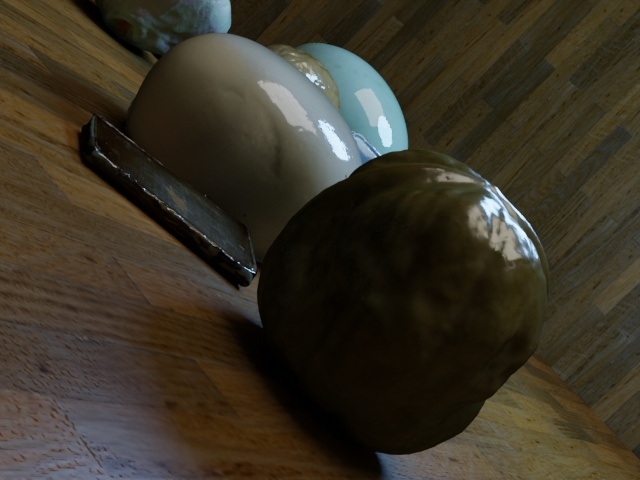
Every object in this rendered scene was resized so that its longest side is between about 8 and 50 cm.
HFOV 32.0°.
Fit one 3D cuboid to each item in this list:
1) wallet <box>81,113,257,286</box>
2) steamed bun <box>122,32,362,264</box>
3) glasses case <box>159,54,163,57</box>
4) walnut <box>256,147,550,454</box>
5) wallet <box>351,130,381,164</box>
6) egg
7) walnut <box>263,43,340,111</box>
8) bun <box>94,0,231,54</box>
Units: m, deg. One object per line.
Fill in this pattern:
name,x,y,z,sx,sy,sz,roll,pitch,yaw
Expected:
wallet,-0.162,-0.042,1.200,0.232,0.031,0.122,39,13,-24
steamed bun,-0.080,-0.126,1.426,0.324,0.206,0.324,42,8,-7
glasses case,-0.311,-0.398,2.245,0.081,0.051,0.204,38,10,-35
walnut,0.082,0.055,1.075,0.253,0.277,0.282,41,17,12
wallet,0.086,-0.054,1.976,0.250,0.176,0.075,48,-27,-6
egg,0.021,-0.222,2.185,0.276,0.276,0.389,35,24,-52
walnut,-0.077,-0.228,1.928,0.225,0.225,0.261,48,15,22
bun,-0.307,-0.430,1.979,0.293,0.187,0.293,39,-19,16
